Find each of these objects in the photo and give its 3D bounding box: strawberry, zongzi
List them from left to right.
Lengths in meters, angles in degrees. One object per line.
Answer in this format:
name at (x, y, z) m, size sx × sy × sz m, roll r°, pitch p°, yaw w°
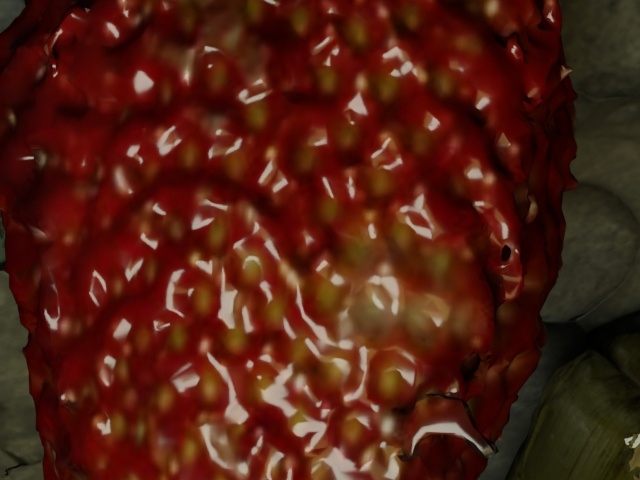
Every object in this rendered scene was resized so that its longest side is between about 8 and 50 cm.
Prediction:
strawberry at (0.001, -0.001, 0.862) m, size 0.292 × 0.343 × 0.292 m, roll -11°, pitch 153°, yaw -6°
zongzi at (0.244, 0.173, 1.270) m, size 0.300 × 0.145 × 0.274 m, roll -8°, pitch 131°, yaw -34°

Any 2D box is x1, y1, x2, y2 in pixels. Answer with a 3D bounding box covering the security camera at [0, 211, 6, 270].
security camera at (-0.133, 0.000, 1.026) m, size 0.092 × 0.058 × 0.058 m, roll 18°, pitch 125°, yaw -41°
